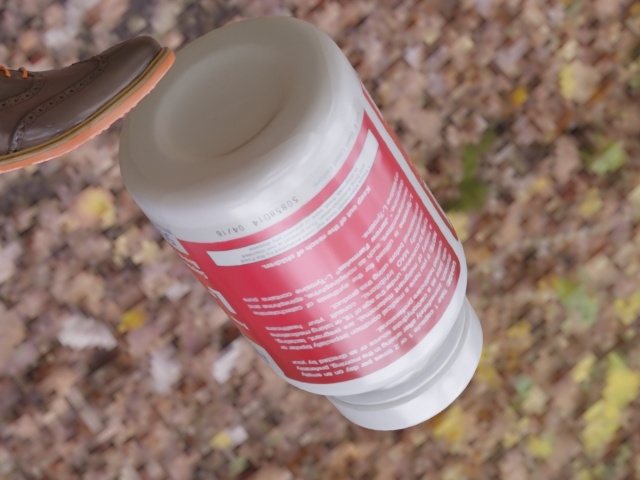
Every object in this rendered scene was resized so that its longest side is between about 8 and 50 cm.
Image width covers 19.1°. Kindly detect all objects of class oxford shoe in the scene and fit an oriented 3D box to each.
[{"bbox_3d":[-0.236,-0.099,1.412,0.271,0.098,0.097,-29,-168,-15],"label":"oxford shoe"}]

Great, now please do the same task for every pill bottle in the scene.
[{"bbox_3d":[0.000,0.000,1.799,0.229,0.229,0.408,-38,132,-3],"label":"pill bottle"}]
